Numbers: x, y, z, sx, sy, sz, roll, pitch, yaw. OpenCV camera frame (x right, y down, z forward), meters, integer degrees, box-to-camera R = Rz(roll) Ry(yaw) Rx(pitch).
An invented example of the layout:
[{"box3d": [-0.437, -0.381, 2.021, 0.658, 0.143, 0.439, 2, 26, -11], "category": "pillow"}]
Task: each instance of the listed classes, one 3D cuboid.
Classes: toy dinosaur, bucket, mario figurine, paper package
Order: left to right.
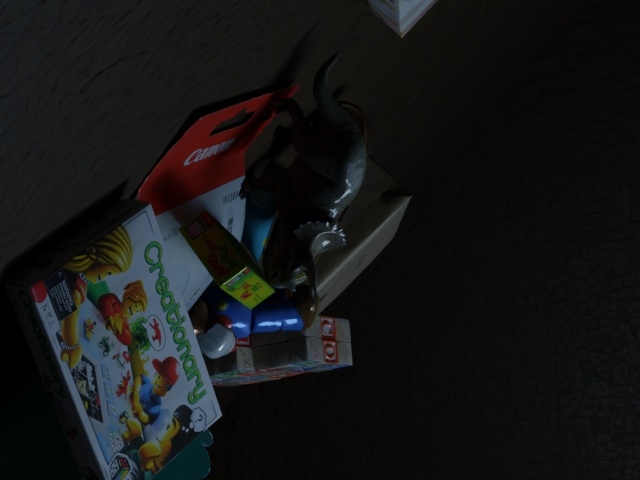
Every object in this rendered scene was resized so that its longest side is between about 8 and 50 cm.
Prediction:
[{"box3d": [-0.297, 0.292, 1.758, 0.281, 0.183, 0.281, -36, 145, -31], "category": "bucket"}, {"box3d": [-0.160, 0.096, 2.060, 0.320, 0.170, 0.198, -14, 176, -34], "category": "mario figurine"}, {"box3d": [-0.003, -0.092, 1.759, 0.314, 0.160, 0.121, -66, 167, 13], "category": "toy dinosaur"}, {"box3d": [0.000, 0.000, 2.468, 0.309, 0.168, 0.325, -46, 173, -12], "category": "paper package"}]

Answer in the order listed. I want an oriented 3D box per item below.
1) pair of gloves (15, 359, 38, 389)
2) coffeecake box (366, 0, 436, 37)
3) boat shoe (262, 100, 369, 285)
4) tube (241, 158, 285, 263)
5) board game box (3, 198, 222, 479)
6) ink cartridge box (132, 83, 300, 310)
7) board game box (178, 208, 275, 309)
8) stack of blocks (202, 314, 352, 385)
[{"box3d": [-0.445, 0.261, 1.787, 0.240, 0.042, 0.204, -47, 166, -49], "category": "pair of gloves"}, {"box3d": [0.127, -0.354, 1.721, 0.142, 0.068, 0.185, -47, 172, -2], "category": "coffeecake box"}, {"box3d": [0.006, -0.077, 2.009, 0.104, 0.110, 0.307, 123, -14, -75], "category": "boat shoe"}, {"box3d": [-0.098, -0.046, 2.066, 0.052, 0.080, 0.207, -20, 157, -27], "category": "tube"}, {"box3d": [-0.232, 0.131, 1.555, 0.193, 0.053, 0.305, -40, 125, -40], "category": "board game box"}, {"box3d": [-0.167, -0.019, 1.745, 0.385, 0.091, 0.308, -49, 172, 25], "category": "ink cartridge box"}, {"box3d": [-0.117, 0.027, 1.706, 0.043, 0.092, 0.181, -37, 165, 0], "category": "board game box"}, {"box3d": [-0.112, 0.200, 2.422, 0.297, 0.087, 0.171, -14, 164, 37], "category": "stack of blocks"}]
